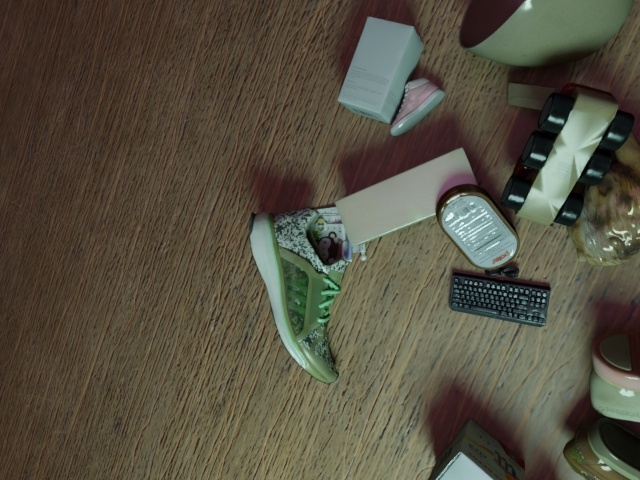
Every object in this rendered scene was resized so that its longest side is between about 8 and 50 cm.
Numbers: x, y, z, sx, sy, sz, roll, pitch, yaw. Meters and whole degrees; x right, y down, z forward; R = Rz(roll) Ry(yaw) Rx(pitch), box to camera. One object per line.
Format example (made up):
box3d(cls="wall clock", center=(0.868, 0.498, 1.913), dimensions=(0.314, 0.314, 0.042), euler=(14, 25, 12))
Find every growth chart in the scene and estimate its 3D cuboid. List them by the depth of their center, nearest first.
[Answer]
box3d(cls="growth chart", center=(0.000, 0.000, 1.051), dimensions=(0.237, 0.021, 0.172), euler=(-11, 85, 24))

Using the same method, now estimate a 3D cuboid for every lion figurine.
box3d(cls="lion figurine", center=(0.590, -0.109, 0.713), dimensions=(0.391, 0.142, 0.241), euler=(-17, 68, 30))

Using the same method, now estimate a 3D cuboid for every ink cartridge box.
box3d(cls="ink cartridge box", center=(0.281, 0.440, 0.827), dimensions=(0.128, 0.176, 0.127), euler=(37, 104, 20))

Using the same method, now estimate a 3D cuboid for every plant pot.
box3d(cls="plant pot", center=(0.403, -0.414, 0.768), dimensions=(0.190, 0.284, 0.284), euler=(24, 101, -13))

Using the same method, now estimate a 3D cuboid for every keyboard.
box3d(cls="keyboard", center=(0.349, 0.101, 0.890), dimensions=(0.180, 0.023, 0.108), euler=(8, 92, 23))

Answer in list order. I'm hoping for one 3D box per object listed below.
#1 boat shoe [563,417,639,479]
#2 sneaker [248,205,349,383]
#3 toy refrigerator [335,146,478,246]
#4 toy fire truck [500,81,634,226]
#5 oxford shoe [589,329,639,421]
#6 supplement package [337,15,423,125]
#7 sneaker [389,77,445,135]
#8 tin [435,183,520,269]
box3d(cls="boat shoe", center=(0.562, 0.419, 0.753), dimensions=(0.307, 0.110, 0.105), euler=(37, 131, 14))
box3d(cls="sneaker", center=(-0.015, 0.107, 0.984), dimensions=(0.181, 0.158, 0.411), euler=(-20, 91, 8))
box3d(cls="toy refrigerator", center=(0.178, -0.083, 0.925), dimensions=(0.269, 0.094, 0.102), euler=(-23, 85, 18))
box3d(cls="toy fire truck", center=(0.392, -0.178, 0.799), dimensions=(0.158, 0.246, 0.217), euler=(19, 126, 9))
box3d(cls="oxford shoe", center=(0.643, 0.236, 0.719), dimensions=(0.396, 0.140, 0.147), euler=(3, 121, 20))
box3d(cls="supplement package", center=(0.128, -0.352, 0.954), dimensions=(0.105, 0.105, 0.180), euler=(25, 99, 23))
box3d(cls="sneaker", center=(0.188, -0.285, 0.957), dimensions=(0.134, 0.051, 0.070), euler=(-41, 72, 15))
box3d(cls="tin", center=(0.295, -0.021, 0.854), dimensions=(0.106, 0.040, 0.189), euler=(-35, 111, 27))
